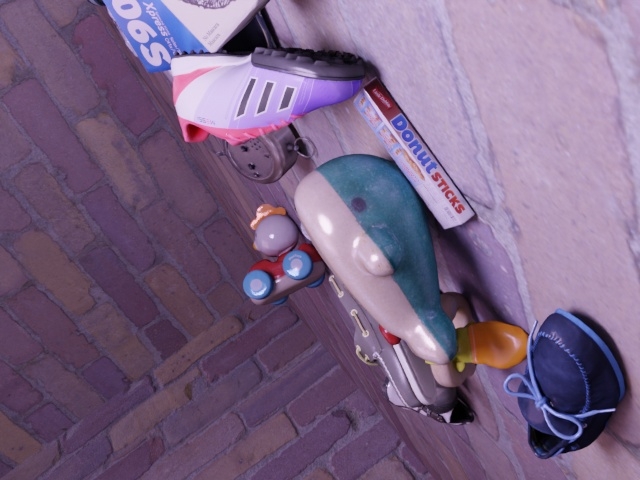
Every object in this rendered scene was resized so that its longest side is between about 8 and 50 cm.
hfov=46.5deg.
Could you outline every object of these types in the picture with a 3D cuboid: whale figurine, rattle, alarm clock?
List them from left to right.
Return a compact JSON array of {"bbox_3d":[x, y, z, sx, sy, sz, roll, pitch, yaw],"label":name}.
[{"bbox_3d":[-0.091,-0.158,1.263,0.192,0.064,0.129,4,129,33],"label":"alarm clock"},{"bbox_3d":[0.087,0.016,0.881,0.272,0.141,0.216,53,177,7],"label":"whale figurine"},{"bbox_3d":[0.225,0.137,0.995,0.199,0.142,0.130,41,-143,-51],"label":"rattle"}]

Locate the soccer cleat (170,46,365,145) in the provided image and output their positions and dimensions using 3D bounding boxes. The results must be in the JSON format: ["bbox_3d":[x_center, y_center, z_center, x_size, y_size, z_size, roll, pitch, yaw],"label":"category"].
[{"bbox_3d":[-0.068,-0.164,0.869,0.318,0.108,0.116,13,107,46],"label":"soccer cleat"}]

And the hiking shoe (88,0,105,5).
[{"bbox_3d":[-0.448,-0.616,1.530,0.132,0.113,0.304,18,150,20],"label":"hiking shoe"}]

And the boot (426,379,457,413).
[{"bbox_3d":[0.176,0.189,1.374,0.246,0.083,0.161,47,157,39],"label":"boot"}]

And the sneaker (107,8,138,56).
[{"bbox_3d":[-0.315,-0.421,1.392,0.366,0.137,0.210,54,174,31],"label":"sneaker"}]

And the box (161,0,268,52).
[{"bbox_3d":[-0.158,-0.334,0.745,0.275,0.094,0.113,44,143,-12],"label":"box"}]

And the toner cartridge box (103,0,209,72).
[{"bbox_3d":[-0.262,-0.411,1.068,0.165,0.075,0.348,0,136,33],"label":"toner cartridge box"}]

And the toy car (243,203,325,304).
[{"bbox_3d":[-0.121,0.025,1.911,0.238,0.210,0.219,65,-174,13],"label":"toy car"}]

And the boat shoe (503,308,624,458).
[{"bbox_3d":[0.253,0.170,0.770,0.109,0.089,0.258,46,168,43],"label":"boat shoe"}]

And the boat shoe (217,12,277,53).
[{"bbox_3d":[-0.097,-0.250,1.025,0.079,0.095,0.254,-119,10,-45],"label":"boat shoe"}]

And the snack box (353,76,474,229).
[{"bbox_3d":[0.099,-0.091,0.808,0.178,0.022,0.064,54,172,-1],"label":"snack box"}]

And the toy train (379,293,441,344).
[{"bbox_3d":[0.087,0.034,1.146,0.248,0.105,0.143,55,-175,-4],"label":"toy train"}]

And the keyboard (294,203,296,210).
[{"bbox_3d":[0.000,0.000,1.681,0.180,0.023,0.108,57,171,-23],"label":"keyboard"}]

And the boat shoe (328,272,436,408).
[{"bbox_3d":[0.101,0.157,1.264,0.109,0.091,0.305,34,-153,-52],"label":"boat shoe"}]

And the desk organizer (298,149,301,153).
[{"bbox_3d":[-0.092,-0.200,1.323,0.130,0.047,0.050,58,173,-21],"label":"desk organizer"}]

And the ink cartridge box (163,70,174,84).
[{"bbox_3d":[-0.249,-0.330,1.512,0.143,0.090,0.092,53,171,9],"label":"ink cartridge box"}]

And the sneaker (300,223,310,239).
[{"bbox_3d":[0.020,0.005,1.475,0.166,0.065,0.076,48,174,42],"label":"sneaker"}]

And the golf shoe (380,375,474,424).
[{"bbox_3d":[0.213,0.304,1.438,0.198,0.077,0.094,23,172,-22],"label":"golf shoe"}]
